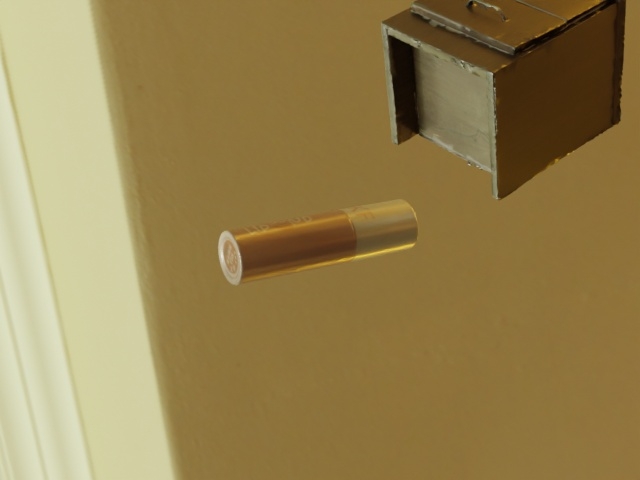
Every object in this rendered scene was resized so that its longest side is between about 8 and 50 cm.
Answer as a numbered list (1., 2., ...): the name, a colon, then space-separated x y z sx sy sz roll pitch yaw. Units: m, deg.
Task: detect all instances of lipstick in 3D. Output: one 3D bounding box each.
1. lipstick: 0.000 0.000 1.497 0.255 0.070 0.070 -11 -68 -27

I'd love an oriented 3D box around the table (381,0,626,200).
1. table: 0.193 -0.183 1.246 0.193 0.169 0.172 -31 -47 -25
